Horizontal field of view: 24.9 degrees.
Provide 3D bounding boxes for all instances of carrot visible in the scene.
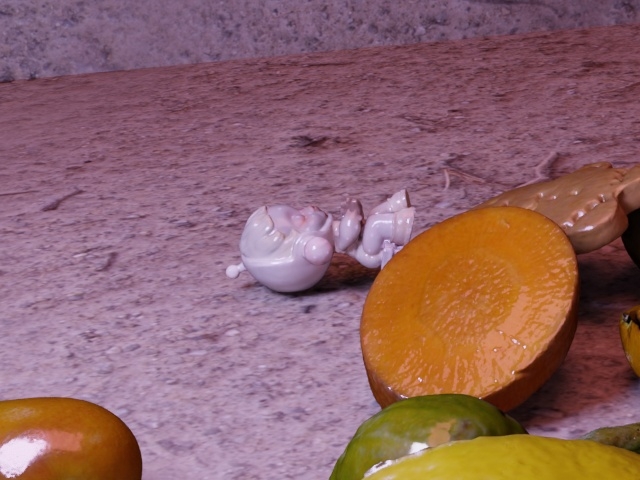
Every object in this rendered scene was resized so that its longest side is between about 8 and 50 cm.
[{"bbox_3d":[0.170,0.094,1.652,0.258,0.100,0.307,0,44,29],"label":"carrot"}]

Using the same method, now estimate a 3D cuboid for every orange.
[{"bbox_3d":[0.403,0.119,1.607,0.170,0.112,0.160,9,-3,-40],"label":"orange"}]

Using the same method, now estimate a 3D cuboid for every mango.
[{"bbox_3d":[-0.297,0.226,1.420,0.255,0.139,0.175,-2,7,27],"label":"mango"}]

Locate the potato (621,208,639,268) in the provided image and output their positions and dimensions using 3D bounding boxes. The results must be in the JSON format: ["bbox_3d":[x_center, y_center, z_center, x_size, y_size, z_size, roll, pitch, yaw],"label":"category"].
[{"bbox_3d":[0.482,-0.010,1.879,0.178,0.160,0.235,-22,24,25],"label":"potato"}]

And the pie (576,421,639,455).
[{"bbox_3d":[0.328,0.229,1.172,0.323,0.070,0.323,9,24,-4],"label":"pie"}]

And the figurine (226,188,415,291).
[{"bbox_3d":[0.001,0.006,1.962,0.257,0.144,0.182,0,41,4],"label":"figurine"}]

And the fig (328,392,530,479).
[{"bbox_3d":[0.099,0.211,1.353,0.167,0.167,0.234,-22,34,-40],"label":"fig"}]

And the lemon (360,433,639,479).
[{"bbox_3d":[0.133,0.318,0.847,0.364,0.364,0.364,-3,21,1],"label":"lemon"}]

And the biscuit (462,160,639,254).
[{"bbox_3d":[0.278,-0.028,1.909,0.275,0.052,0.355,-38,17,-35],"label":"biscuit"}]
